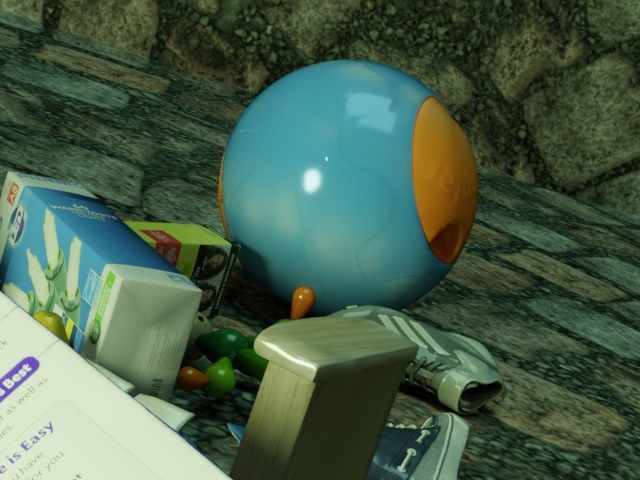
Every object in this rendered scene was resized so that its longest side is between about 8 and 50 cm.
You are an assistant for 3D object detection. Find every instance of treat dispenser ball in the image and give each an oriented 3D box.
[{"bbox_3d":[0.030,-0.055,1.741,0.288,0.288,0.288,18,12,-4],"label":"treat dispenser ball"}]

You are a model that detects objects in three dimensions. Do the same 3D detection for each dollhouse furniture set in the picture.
[{"bbox_3d":[-0.145,0.105,1.004,0.303,0.198,0.286,25,13,26],"label":"dollhouse furniture set"}]

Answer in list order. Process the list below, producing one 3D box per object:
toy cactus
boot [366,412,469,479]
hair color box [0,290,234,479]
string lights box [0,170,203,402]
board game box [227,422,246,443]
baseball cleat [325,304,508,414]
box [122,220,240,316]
[{"bbox_3d":[-0.099,0.082,1.408,0.219,0.112,0.180,7,3,-40],"label":"toy cactus"},{"bbox_3d":[0.069,0.171,1.306,0.086,0.069,0.190,32,13,0],"label":"boot"},{"bbox_3d":[-0.165,0.147,0.786,0.339,0.185,0.110,32,-21,42],"label":"hair color box"},{"bbox_3d":[-0.200,0.049,1.310,0.077,0.133,0.260,10,15,-34],"label":"string lights box"},{"bbox_3d":[-0.011,0.194,1.178,0.133,0.033,0.169,37,2,28],"label":"board game box"},{"bbox_3d":[0.097,0.121,1.592,0.206,0.072,0.109,10,21,-21],"label":"baseball cleat"},{"bbox_3d":[-0.183,0.028,1.540,0.058,0.087,0.232,28,14,35],"label":"box"}]
